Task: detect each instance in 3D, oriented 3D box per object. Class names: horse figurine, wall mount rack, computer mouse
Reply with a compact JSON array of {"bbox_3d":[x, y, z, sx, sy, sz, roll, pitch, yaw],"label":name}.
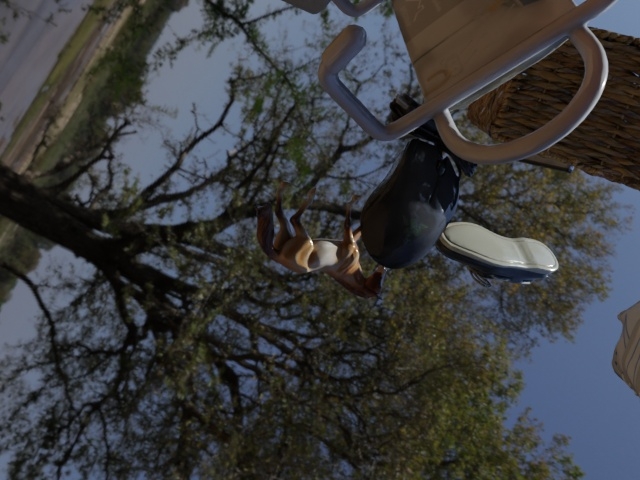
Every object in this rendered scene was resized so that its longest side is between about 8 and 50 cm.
[{"bbox_3d":[0.000,0.000,0.895,0.066,0.263,0.174,28,-72,63],"label":"horse figurine"},{"bbox_3d":[0.128,-0.233,0.381,0.304,0.130,0.350,-31,-137,25],"label":"wall mount rack"},{"bbox_3d":[0.149,-0.083,0.797,0.072,0.188,0.272,-21,-143,59],"label":"computer mouse"}]

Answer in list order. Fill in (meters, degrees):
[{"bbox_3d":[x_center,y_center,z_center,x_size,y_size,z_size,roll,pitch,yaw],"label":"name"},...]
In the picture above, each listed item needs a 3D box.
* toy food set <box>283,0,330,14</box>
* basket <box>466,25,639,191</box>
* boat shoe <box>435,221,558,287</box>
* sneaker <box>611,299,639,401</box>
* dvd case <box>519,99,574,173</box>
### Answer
[{"bbox_3d":[-0.120,-0.432,0.728,0.092,0.220,0.306,-58,-140,30],"label":"toy food set"},{"bbox_3d":[0.433,-0.242,0.909,0.223,0.299,0.213,-77,-174,-70],"label":"basket"},{"bbox_3d":[0.296,0.030,0.932,0.079,0.255,0.095,-55,-140,41],"label":"boat shoe"},{"bbox_3d":[0.338,0.141,0.540,0.083,0.071,0.190,-46,-162,51],"label":"sneaker"},{"bbox_3d":[0.553,-0.292,1.244,0.180,0.022,0.253,32,-78,55],"label":"dvd case"}]
